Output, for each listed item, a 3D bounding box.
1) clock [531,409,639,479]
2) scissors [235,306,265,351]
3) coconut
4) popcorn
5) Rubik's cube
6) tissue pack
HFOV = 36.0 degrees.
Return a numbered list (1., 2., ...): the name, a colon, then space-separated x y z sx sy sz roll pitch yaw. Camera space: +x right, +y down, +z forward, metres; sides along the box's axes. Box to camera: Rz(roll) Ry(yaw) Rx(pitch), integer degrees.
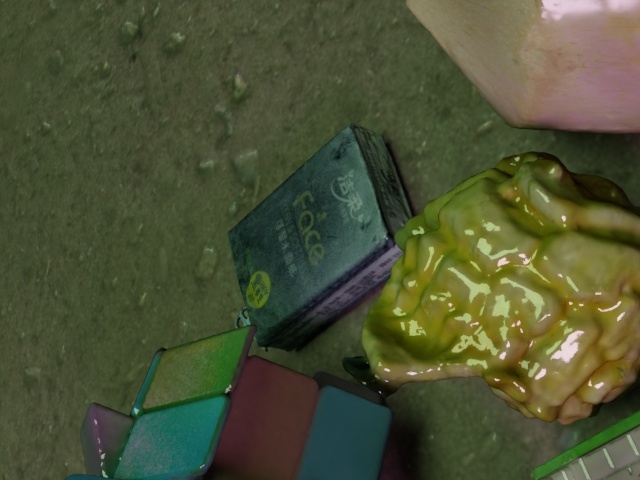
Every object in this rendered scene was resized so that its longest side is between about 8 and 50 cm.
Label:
1. clock: 0.328 0.263 0.816 0.220 0.106 0.255 -45 56 44
2. scissors: -0.094 0.126 1.367 0.036 0.006 0.083 -56 46 16
3. coconut: 0.242 -0.266 0.934 0.352 0.352 0.353 -15 67 42
4. popcorn: 0.199 0.038 0.933 0.293 0.293 0.237 29 106 46
5. Rubik's cube: -0.106 0.289 1.104 0.368 0.358 0.387 169 122 -81
6. tissue pack: 0.000 0.000 1.255 0.257 0.081 0.185 -40 53 32
